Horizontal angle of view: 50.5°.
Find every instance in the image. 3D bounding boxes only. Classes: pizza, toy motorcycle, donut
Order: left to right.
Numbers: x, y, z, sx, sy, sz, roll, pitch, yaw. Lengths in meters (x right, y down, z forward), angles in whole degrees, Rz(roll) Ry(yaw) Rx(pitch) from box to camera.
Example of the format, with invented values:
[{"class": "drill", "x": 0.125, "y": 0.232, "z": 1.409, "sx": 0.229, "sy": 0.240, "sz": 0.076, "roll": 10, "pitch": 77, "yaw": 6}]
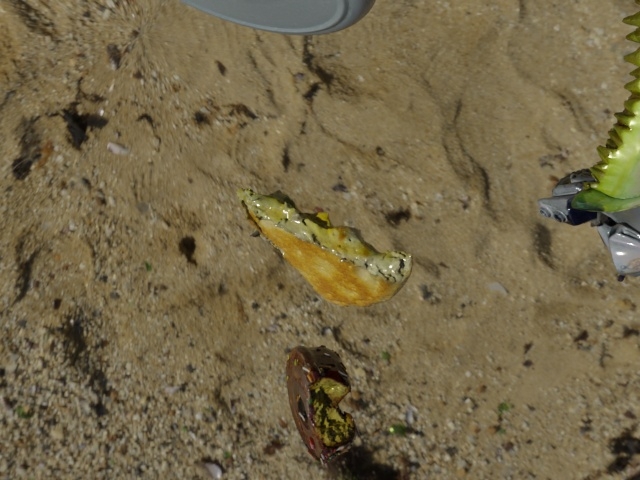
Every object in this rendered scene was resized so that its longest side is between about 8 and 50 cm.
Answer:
[{"class": "pizza", "x": 0.000, "y": 0.000, "z": 1.037, "sx": 0.288, "sy": 0.280, "sz": 0.075, "roll": 39, "pitch": 68, "yaw": -15}, {"class": "donut", "x": 0.003, "y": 0.315, "z": 1.335, "sx": 0.096, "sy": 0.216, "sz": 0.230, "roll": -12, "pitch": 82, "yaw": -17}, {"class": "toy motorcycle", "x": 0.410, "y": -0.031, "z": 0.945, "sx": 0.159, "sy": 0.270, "sz": 0.106, "roll": -41, "pitch": 118, "yaw": -12}]

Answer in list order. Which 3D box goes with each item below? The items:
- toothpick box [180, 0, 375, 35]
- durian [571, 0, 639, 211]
[{"class": "toothpick box", "x": -0.013, "y": -0.375, "z": 0.559, "sx": 0.263, "sy": 0.263, "sz": 0.354, "roll": 17, "pitch": 85, "yaw": -19}, {"class": "durian", "x": 0.303, "y": -0.177, "z": 0.495, "sx": 0.375, "sy": 0.132, "sz": 0.107, "roll": -58, "pitch": 154, "yaw": 10}]
